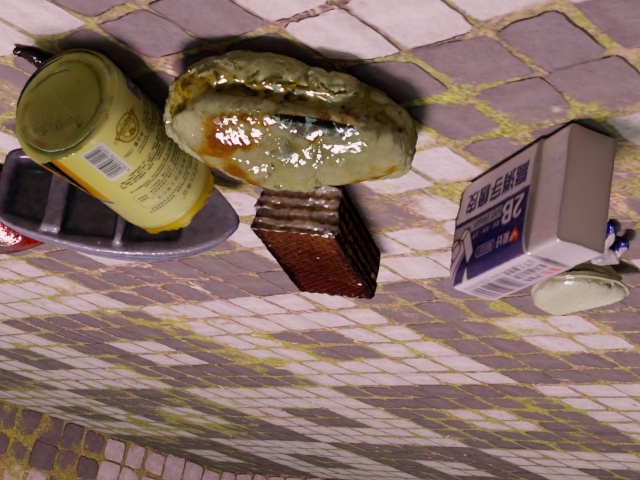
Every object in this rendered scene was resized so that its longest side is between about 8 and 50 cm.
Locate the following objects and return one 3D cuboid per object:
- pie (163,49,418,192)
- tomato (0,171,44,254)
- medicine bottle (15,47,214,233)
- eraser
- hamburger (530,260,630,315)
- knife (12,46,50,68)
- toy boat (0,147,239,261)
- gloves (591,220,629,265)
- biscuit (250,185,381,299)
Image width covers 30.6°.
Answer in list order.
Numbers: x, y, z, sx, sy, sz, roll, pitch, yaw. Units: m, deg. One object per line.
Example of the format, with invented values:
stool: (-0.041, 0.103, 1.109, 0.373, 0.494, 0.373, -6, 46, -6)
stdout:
pie: (-0.031, -0.104, 1.124, 0.248, 0.090, 0.201, 6, 158, 6)
tomato: (-0.435, -0.027, 1.579, 0.173, 0.099, 0.189, -7, 155, 40)
medicine bottle: (-0.205, -0.094, 1.216, 0.124, 0.124, 0.239, 4, 161, 23)
eraser: (0.207, -0.023, 1.158, 0.068, 0.124, 0.210, 18, 160, -16)
hamburger: (0.308, 0.049, 1.424, 0.121, 0.054, 0.084, -9, 148, 41)
knife: (-0.256, -0.143, 1.253, 0.046, 0.021, 0.222, 4, 156, 20)
toy boat: (-0.234, -0.039, 1.378, 0.283, 0.127, 0.078, 10, 162, -1)
gloves: (0.316, 0.001, 1.315, 0.064, 0.026, 0.086, -5, 150, 38)
biscuit: (0.000, 0.000, 1.437, 0.106, 0.070, 0.252, 5, 160, 16)
